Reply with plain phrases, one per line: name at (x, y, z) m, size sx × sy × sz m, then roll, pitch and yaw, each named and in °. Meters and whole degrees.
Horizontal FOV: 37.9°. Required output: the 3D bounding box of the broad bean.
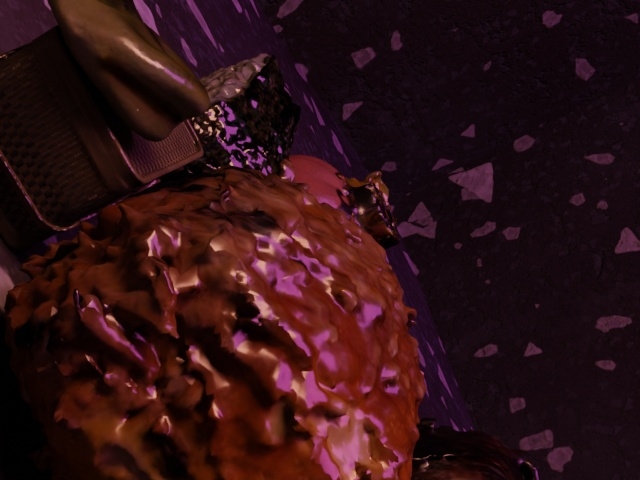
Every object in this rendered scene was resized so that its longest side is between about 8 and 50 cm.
broad bean at (-0.182, -0.182, 0.829) m, size 0.206 × 0.072 × 0.153 m, roll 55°, pitch 7°, yaw 17°

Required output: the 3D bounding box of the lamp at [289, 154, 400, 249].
lamp at (0.000, 0.000, 1.478) m, size 0.305 × 0.240 × 0.305 m, roll 60°, pitch 11°, yaw -21°

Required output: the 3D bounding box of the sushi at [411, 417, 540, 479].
sushi at (0.120, 0.359, 1.097) m, size 0.294 × 0.300 × 0.281 m, roll -14°, pitch 117°, yaw -78°

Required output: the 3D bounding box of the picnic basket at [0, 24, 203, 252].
picnic basket at (-0.236, -0.108, 0.913) m, size 0.165 × 0.139 × 0.266 m, roll 62°, pitch 12°, yaw -8°

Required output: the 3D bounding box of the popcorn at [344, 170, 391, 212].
popcorn at (0.059, -0.048, 1.932) m, size 0.181 × 0.217 × 0.235 m, roll 59°, pitch 0°, yaw -1°

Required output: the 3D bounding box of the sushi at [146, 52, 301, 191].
sushi at (-0.136, -0.133, 1.278) m, size 0.350 × 0.211 × 0.170 m, roll -75°, pitch 143°, yaw -65°

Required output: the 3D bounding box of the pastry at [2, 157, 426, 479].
pastry at (-0.086, 0.098, 0.786) m, size 0.337 × 0.292 × 0.405 m, roll 47°, pitch 29°, yaw -29°
